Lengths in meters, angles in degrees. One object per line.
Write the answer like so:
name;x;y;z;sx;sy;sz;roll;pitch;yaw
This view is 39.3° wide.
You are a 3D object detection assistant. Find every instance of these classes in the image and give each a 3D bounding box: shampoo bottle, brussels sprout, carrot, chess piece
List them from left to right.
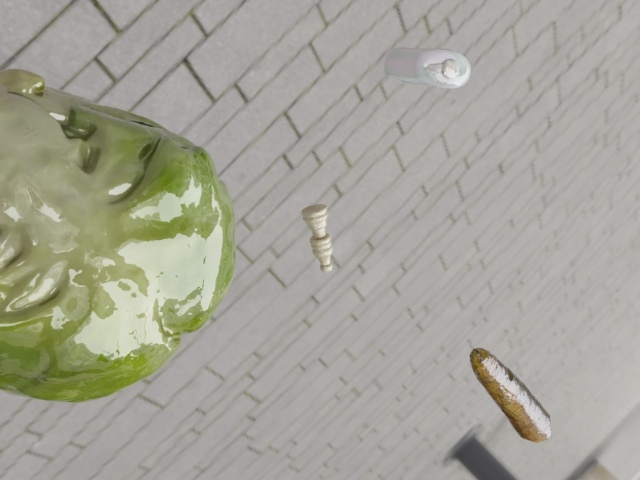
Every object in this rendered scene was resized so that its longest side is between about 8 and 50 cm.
brussels sprout;-0.236;0.006;0.798;0.316;0.243;0.274;20;106;-19
chess piece;0.000;0.000;1.199;0.035;0.035;0.092;-26;114;-34
shampoo bottle;0.125;-0.198;1.025;0.072;0.099;0.043;5;99;-24
carrot;0.308;0.254;1.474;0.066;0.066;0.314;-45;133;-1
